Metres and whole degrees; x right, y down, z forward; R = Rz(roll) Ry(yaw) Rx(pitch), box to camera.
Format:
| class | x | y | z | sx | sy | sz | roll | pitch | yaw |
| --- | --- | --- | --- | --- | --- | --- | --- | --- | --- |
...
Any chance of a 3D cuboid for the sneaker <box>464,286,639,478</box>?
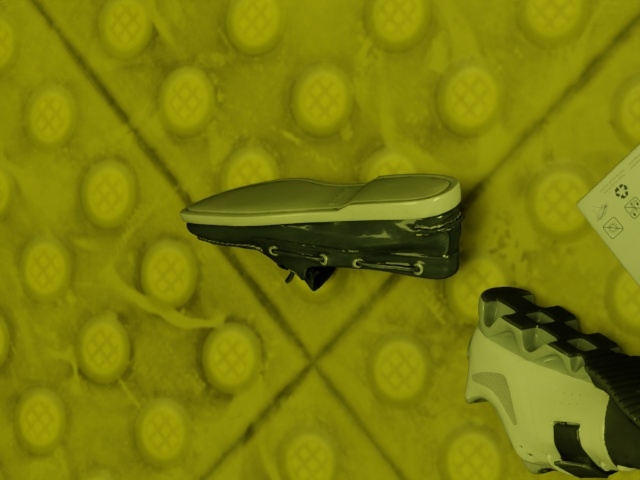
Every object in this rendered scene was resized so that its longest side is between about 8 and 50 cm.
| class | x | y | z | sx | sy | sz | roll | pitch | yaw |
| --- | --- | --- | --- | --- | --- | --- | --- | --- | --- |
| sneaker | 0.266 | 0.180 | 1.852 | 0.330 | 0.122 | 0.146 | 35 | 117 | 44 |

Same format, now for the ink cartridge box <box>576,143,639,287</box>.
| class | x | y | z | sx | sy | sz | roll | pitch | yaw |
| --- | --- | --- | --- | --- | --- | --- | --- | --- | --- |
| ink cartridge box | 0.404 | 0.037 | 1.803 | 0.165 | 0.065 | 0.332 | -44 | 67 | 22 |

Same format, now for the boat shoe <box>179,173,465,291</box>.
| class | x | y | z | sx | sy | sz | roll | pitch | yaw |
| --- | --- | --- | --- | --- | --- | --- | --- | --- | --- |
| boat shoe | 0.002 | -0.002 | 2.020 | 0.340 | 0.127 | 0.113 | -3 | 110 | 29 |
